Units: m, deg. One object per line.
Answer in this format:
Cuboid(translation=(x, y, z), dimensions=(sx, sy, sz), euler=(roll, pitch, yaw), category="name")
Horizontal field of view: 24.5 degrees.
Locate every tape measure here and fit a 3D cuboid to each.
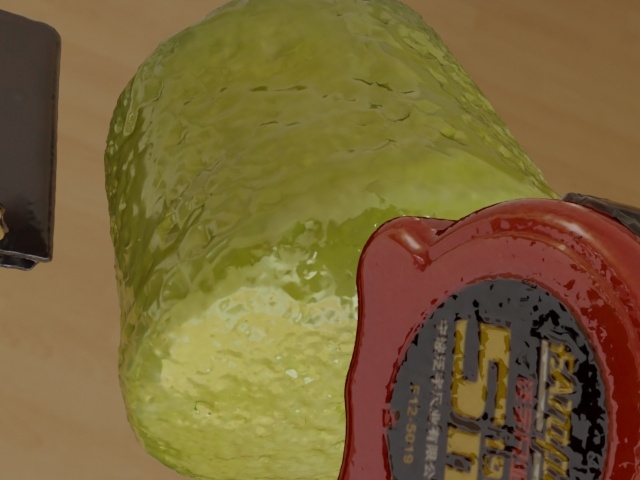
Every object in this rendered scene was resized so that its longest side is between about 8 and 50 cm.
Cuboid(translation=(0.114, 0.105, 0.737), dimensions=(0.114, 0.260, 0.253), euler=(10, 82, -39), category="tape measure")

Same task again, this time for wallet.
Cuboid(translation=(-0.302, -0.095, 1.215), dimensions=(0.182, 0.049, 0.229), euler=(11, 67, -26), category="wallet")

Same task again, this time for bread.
Cuboid(translation=(0.000, 0.000, 1.088), dimensions=(0.348, 0.348, 0.308), euler=(-3, 48, -26), category="bread")

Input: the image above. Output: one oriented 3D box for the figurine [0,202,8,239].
Cuboid(translation=(-0.358, 0.054, 1.033), dimensions=(0.208, 0.181, 0.257), euler=(40, 68, -32), category="figurine")
